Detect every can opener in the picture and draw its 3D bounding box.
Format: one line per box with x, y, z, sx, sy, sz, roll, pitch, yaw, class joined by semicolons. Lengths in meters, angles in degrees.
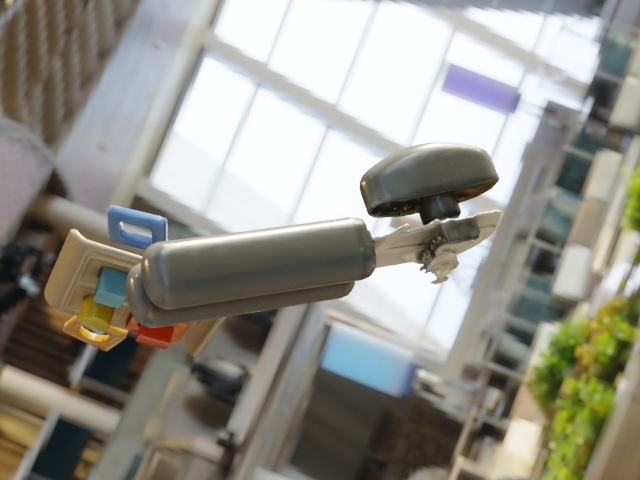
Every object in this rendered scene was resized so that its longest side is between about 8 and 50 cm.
0.000;0.000;1.042;0.074;0.280;0.093;-49;59;58;can opener

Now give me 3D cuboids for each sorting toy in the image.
-0.210;0.073;1.703;0.347;0.196;0.047;128;161;-58;sorting toy
